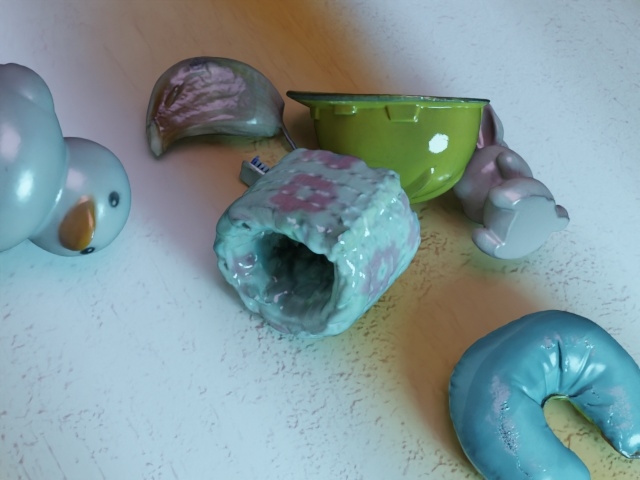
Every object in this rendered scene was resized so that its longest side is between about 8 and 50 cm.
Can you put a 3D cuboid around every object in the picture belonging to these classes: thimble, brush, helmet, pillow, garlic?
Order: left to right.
[{"bbox_3d":[-0.115,-0.159,1.480,0.198,0.090,0.128,5,69,-19],"label":"garlic"},{"bbox_3d":[-0.021,-0.040,1.440,0.178,0.033,0.030,36,40,11],"label":"brush"},{"bbox_3d":[0.000,0.000,1.308,0.185,0.211,0.149,52,52,-10],"label":"thimble"},{"bbox_3d":[0.081,-0.111,1.444,0.205,0.257,0.140,-5,98,-48],"label":"helmet"},{"bbox_3d":[0.254,0.183,1.322,0.233,0.086,0.214,-30,72,-28],"label":"pillow"}]

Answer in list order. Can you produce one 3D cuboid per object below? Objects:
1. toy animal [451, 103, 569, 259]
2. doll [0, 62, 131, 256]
[{"bbox_3d":[0.210,-0.069,1.483,0.124,0.124,0.212,-4,35,-17],"label":"toy animal"},{"bbox_3d":[-0.315,-0.075,1.308,0.221,0.221,0.251,-21,45,-26],"label":"doll"}]
